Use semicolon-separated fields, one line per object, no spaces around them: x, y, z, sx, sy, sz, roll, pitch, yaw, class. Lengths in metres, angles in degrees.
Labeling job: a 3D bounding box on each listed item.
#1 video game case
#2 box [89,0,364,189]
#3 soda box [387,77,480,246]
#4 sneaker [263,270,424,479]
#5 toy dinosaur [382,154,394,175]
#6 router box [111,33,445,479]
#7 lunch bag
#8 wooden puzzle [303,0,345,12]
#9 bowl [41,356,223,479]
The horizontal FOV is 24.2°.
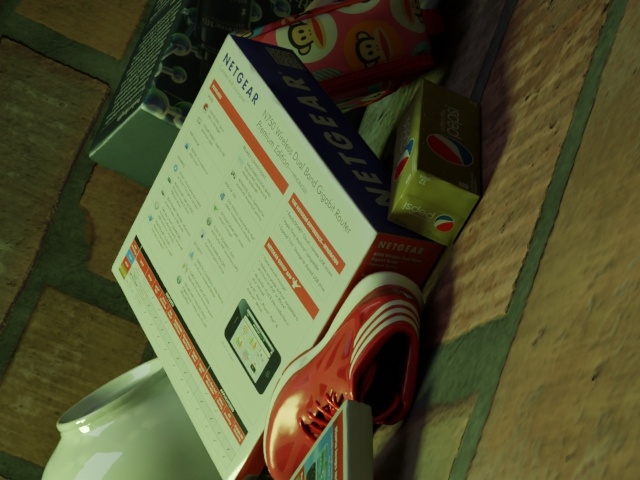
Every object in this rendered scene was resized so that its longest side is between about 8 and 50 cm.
-0.027;0.286;1.169;0.204;0.025;0.285;-89;22;-46;video game case
-0.099;-0.240;2.096;0.212;0.293;0.395;-30;36;58;box
0.102;-0.073;1.320;0.181;0.061;0.058;-81;16;-59;soda box
0.012;0.137;1.233;0.128;0.087;0.221;-85;19;-68;sneaker
0.000;0.000;1.620;0.218;0.164;0.322;102;164;-51;toy dinosaur
-0.057;0.018;1.430;0.301;0.082;0.335;-60;42;25;router box
0.018;-0.207;1.704;0.293;0.258;0.120;-174;66;-84;lunch bag
0.099;-0.319;1.743;0.238;0.044;0.221;-29;4;-8;wooden puzzle
-0.182;0.211;1.555;0.298;0.134;0.298;-30;7;4;bowl
